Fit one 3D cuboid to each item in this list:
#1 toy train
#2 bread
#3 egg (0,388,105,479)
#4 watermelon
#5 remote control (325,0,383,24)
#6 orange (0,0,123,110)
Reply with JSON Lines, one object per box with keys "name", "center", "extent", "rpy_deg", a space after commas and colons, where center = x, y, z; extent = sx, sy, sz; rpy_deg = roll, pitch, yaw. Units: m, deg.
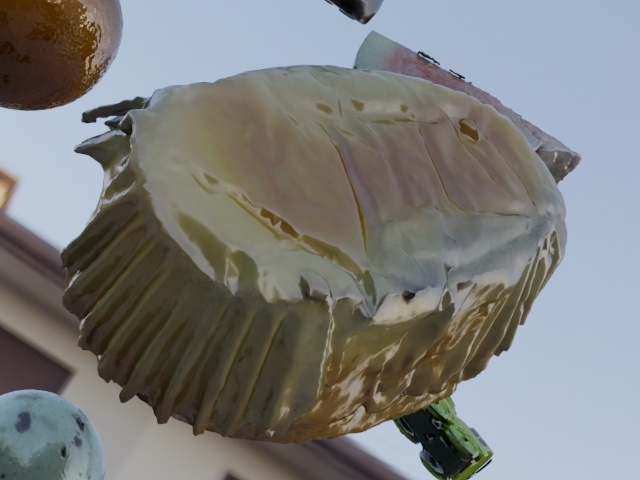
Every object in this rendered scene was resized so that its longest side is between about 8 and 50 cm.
{"name": "toy train", "center": [0.067, 0.120, 1.369], "extent": [0.249, 0.053, 0.085], "rpy_deg": [53, 16, 19]}
{"name": "bread", "center": [0.004, 0.011, 0.978], "extent": [0.389, 0.236, 0.183], "rpy_deg": [-1, -32, -42]}
{"name": "egg", "center": [-0.243, 0.204, 1.198], "extent": [0.131, 0.164, 0.131], "rpy_deg": [0, -34, 0]}
{"name": "watermelon", "center": [0.131, -0.073, 1.557], "extent": [0.232, 0.193, 0.310], "rpy_deg": [14, -64, 44]}
{"name": "remote control", "center": [-0.052, -0.271, 1.172], "extent": [0.266, 0.066, 0.090], "rpy_deg": [36, 5, 13]}
{"name": "orange", "center": [-0.318, -0.237, 1.573], "extent": [0.206, 0.206, 0.206], "rpy_deg": [23, -29, 14]}
